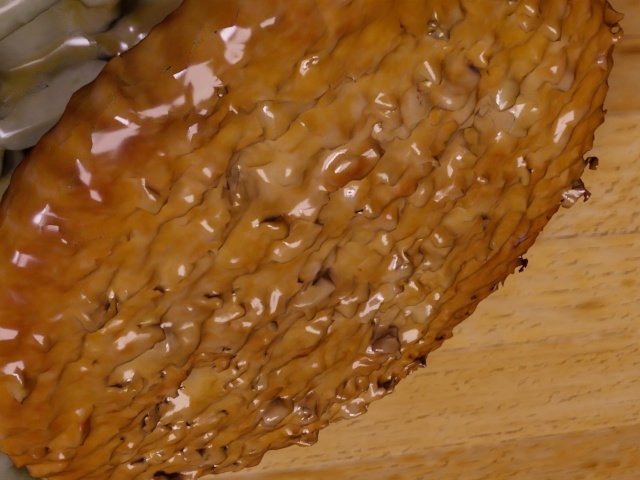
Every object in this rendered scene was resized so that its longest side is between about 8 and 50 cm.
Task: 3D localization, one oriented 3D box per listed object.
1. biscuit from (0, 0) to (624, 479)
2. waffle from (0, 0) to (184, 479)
[{"bbox_3d":[0.000,0.000,0.436,0.254,0.035,0.254,-27,148,-19],"label":"biscuit"},{"bbox_3d":[-0.110,0.002,0.426,0.292,0.056,0.309,10,126,-46],"label":"waffle"}]
